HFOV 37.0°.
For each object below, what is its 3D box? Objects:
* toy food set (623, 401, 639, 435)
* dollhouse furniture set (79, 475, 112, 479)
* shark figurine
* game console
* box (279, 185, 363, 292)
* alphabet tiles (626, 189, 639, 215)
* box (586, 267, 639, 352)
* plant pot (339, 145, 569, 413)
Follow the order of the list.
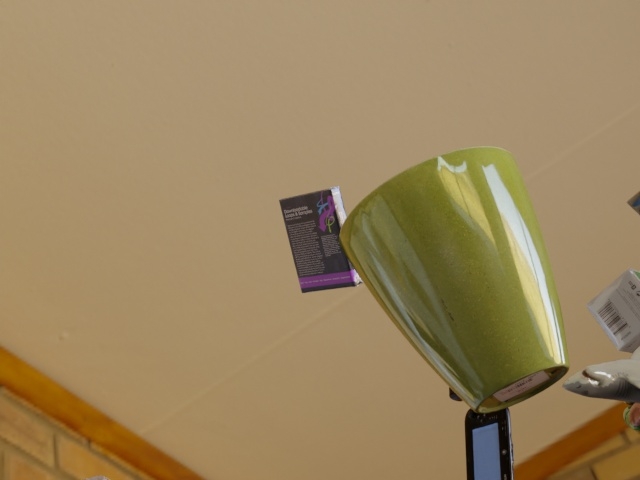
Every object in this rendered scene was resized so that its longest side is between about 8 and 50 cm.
[{"bbox_3d":[0.565,0.277,1.636,0.071,0.218,0.128,28,-82,-7],"label":"toy food set"},{"bbox_3d":[-0.180,0.464,1.382,0.303,0.198,0.286,-15,-48,17],"label":"dollhouse furniture set"},{"bbox_3d":[0.504,0.237,1.343,0.166,0.278,0.116,-26,-61,-35],"label":"shark figurine"},{"bbox_3d":[0.313,0.312,1.740,0.043,0.362,0.213,15,-29,-26],"label":"game console"},{"bbox_3d":[0.000,0.000,1.550,0.116,0.162,0.029,-9,8,41],"label":"box"},{"bbox_3d":[0.640,-0.033,1.529,0.009,0.237,0.198,-39,-8,-42],"label":"alphabet tiles"},{"bbox_3d":[0.521,0.119,1.586,0.087,0.101,0.102,15,-53,-47],"label":"box"},{"bbox_3d":[0.205,0.072,1.292,0.274,0.294,0.275,-19,-25,-9],"label":"plant pot"}]
